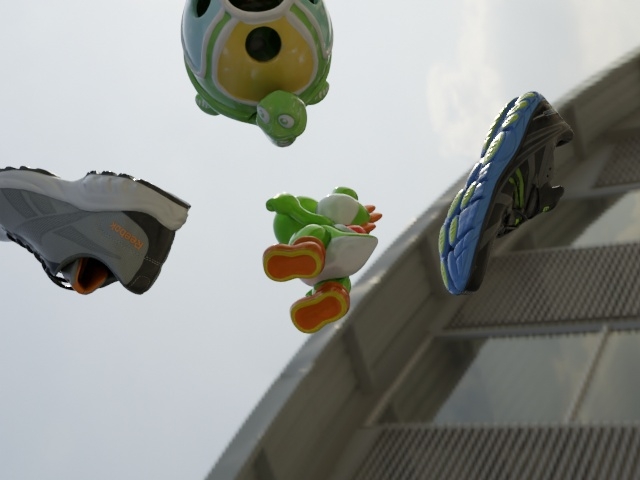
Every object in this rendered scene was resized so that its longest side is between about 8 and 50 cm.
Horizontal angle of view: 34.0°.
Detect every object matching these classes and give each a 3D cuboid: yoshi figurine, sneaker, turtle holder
[{"bbox_3d":[-0.021,0.015,1.823,0.362,0.203,0.204,-66,1,-63],"label":"yoshi figurine"},{"bbox_3d":[-0.247,-0.006,0.997,0.100,0.271,0.108,32,-112,-48],"label":"sneaker"},{"bbox_3d":[0.157,-0.035,0.857,0.078,0.067,0.188,33,-110,-11],"label":"sneaker"},{"bbox_3d":[-0.105,-0.297,1.589,0.227,0.243,0.320,96,-170,-65],"label":"turtle holder"}]
